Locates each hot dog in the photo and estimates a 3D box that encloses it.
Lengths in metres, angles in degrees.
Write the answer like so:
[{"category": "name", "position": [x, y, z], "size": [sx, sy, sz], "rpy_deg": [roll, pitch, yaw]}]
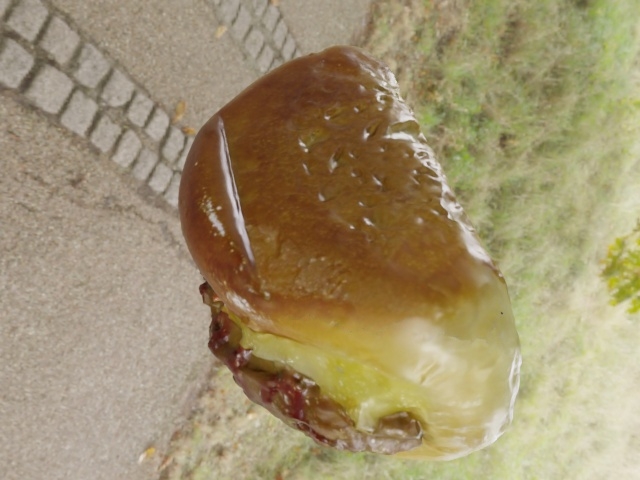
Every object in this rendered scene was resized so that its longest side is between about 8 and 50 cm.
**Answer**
[{"category": "hot dog", "position": [0.001, 0.001, 0.574], "size": [0.405, 0.223, 0.185], "rpy_deg": [-107, -174, -45]}]
